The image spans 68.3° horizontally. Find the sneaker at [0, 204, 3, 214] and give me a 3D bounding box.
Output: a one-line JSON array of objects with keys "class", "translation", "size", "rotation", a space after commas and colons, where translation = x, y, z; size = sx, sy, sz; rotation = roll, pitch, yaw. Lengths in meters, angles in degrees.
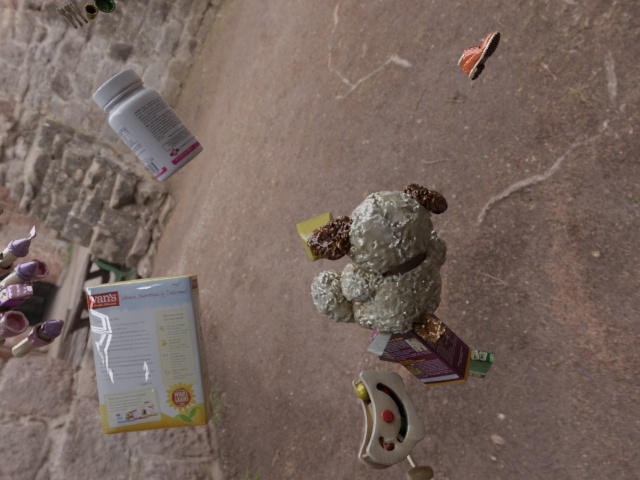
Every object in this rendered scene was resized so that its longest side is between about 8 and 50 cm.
[{"class": "sneaker", "translation": [-0.555, -0.077, 0.700], "size": [0.186, 0.083, 0.069], "rotation": [20, 57, 24]}]

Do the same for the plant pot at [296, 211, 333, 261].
[{"class": "plant pot", "translation": [0.000, 0.000, 1.002], "size": [0.082, 0.081, 0.083], "rotation": [-20, 20, 4]}]

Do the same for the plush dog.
[{"class": "plush dog", "translation": [0.110, 0.029, 0.747], "size": [0.263, 0.225, 0.210], "rotation": [-25, 29, -9]}]

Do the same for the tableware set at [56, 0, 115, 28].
[{"class": "tableware set", "translation": [-0.458, -0.470, 0.858], "size": [0.104, 0.154, 0.024], "rotation": [-47, 14, -29]}]

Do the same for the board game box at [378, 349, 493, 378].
[{"class": "board game box", "translation": [0.269, 0.279, 1.132], "size": [0.136, 0.260, 0.030], "rotation": [76, -156, -56]}]

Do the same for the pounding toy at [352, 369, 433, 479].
[{"class": "pounding toy", "translation": [0.144, 0.457, 1.127], "size": [0.154, 0.154, 0.269], "rotation": [113, 139, -53]}]

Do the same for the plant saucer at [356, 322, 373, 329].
[{"class": "plant saucer", "translation": [0.125, 0.213, 1.209], "size": [0.083, 0.084, 0.015], "rotation": [19, 101, 61]}]

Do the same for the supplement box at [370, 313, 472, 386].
[{"class": "supplement box", "translation": [0.210, 0.213, 0.971], "size": [0.104, 0.188, 0.080], "rotation": [-27, 29, 44]}]

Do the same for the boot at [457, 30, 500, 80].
[{"class": "boot", "translation": [0.489, -0.589, 1.468], "size": [0.084, 0.059, 0.158], "rotation": [52, 141, 20]}]

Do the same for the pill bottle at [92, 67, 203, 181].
[{"class": "pill bottle", "translation": [-0.479, -0.320, 1.317], "size": [0.160, 0.283, 0.160], "rotation": [-33, 19, 13]}]

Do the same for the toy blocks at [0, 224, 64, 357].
[{"class": "toy blocks", "translation": [-0.849, 0.135, 1.255], "size": [0.260, 0.309, 0.288], "rotation": [-32, 62, 17]}]

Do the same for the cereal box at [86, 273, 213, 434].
[{"class": "cereal box", "translation": [-0.274, 0.181, 0.763], "size": [0.047, 0.173, 0.240], "rotation": [-1, -95, -86]}]
